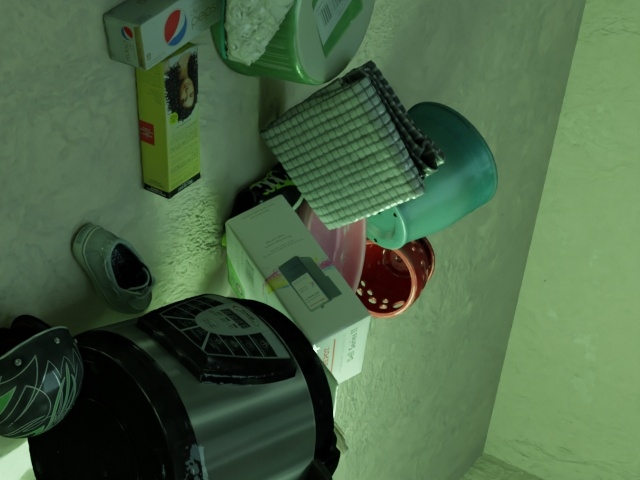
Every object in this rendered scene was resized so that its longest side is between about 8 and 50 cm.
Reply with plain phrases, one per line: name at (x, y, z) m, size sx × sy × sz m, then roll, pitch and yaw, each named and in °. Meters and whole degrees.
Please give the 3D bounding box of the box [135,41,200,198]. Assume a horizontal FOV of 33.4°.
box at (-0.230, -0.185, 1.624) m, size 0.087 × 0.058 × 0.232 m, roll -42°, pitch 144°, yaw -45°

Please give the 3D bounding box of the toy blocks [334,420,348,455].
toy blocks at (-0.127, 0.371, 2.119) m, size 0.289 × 0.260 × 0.309 m, roll -38°, pitch 178°, yaw 0°

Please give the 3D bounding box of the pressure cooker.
pressure cooker at (-0.191, 0.275, 1.654) m, size 0.420 × 0.376 × 0.369 m, roll -12°, pitch 87°, yaw -49°

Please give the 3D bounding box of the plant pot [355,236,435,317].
plant pot at (0.164, 0.062, 2.447) m, size 0.174 × 0.191 × 0.191 m, roll -31°, pitch 136°, yaw -57°

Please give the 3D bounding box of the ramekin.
ramekin at (-0.031, -0.401, 1.748) m, size 0.303 × 0.148 × 0.303 m, roll -44°, pitch 145°, yaw -42°

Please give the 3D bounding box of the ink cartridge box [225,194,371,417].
ink cartridge box at (-0.024, 0.123, 1.804) m, size 0.119 × 0.353 × 0.207 m, roll -26°, pitch 152°, yaw -19°

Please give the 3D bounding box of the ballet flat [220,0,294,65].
ballet flat at (-0.067, -0.439, 1.509) m, size 0.147 × 0.147 × 0.408 m, roll -31°, pitch 131°, yaw -53°

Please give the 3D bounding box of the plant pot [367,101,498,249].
plant pot at (0.199, -0.123, 2.316) m, size 0.255 × 0.272 × 0.271 m, roll -38°, pitch 142°, yaw -28°

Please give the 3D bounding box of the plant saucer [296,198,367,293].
plant saucer at (0.000, 0.000, 2.129) m, size 0.332 × 0.084 × 0.332 m, roll 6°, pitch 90°, yaw -67°

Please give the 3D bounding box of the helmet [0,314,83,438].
helmet at (-0.401, 0.183, 1.438) m, size 0.169 × 0.162 × 0.169 m, roll -44°, pitch 145°, yaw -42°

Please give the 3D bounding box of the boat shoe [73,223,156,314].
boat shoe at (-0.300, 0.058, 1.640) m, size 0.079 × 0.081 × 0.227 m, roll -59°, pitch 153°, yaw -21°

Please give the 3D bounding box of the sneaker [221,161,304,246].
sneaker at (-0.099, -0.072, 1.941) m, size 0.234 × 0.084 × 0.097 m, roll -59°, pitch 152°, yaw -21°

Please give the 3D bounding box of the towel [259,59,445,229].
towel at (0.058, -0.165, 1.865) m, size 0.121 × 0.284 × 0.235 m, roll -41°, pitch 102°, yaw -39°

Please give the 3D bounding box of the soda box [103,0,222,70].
soda box at (-0.212, -0.329, 1.536) m, size 0.216 × 0.069 × 0.073 m, roll -45°, pitch 146°, yaw -40°
